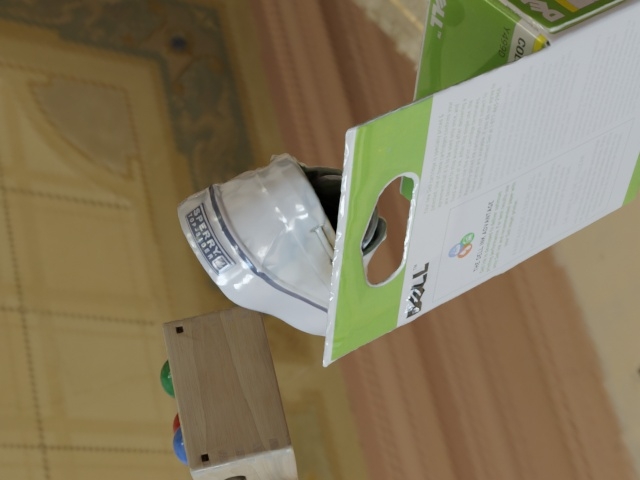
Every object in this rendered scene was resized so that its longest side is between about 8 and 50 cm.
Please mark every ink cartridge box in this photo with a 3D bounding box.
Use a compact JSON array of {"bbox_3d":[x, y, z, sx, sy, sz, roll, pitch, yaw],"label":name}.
[{"bbox_3d":[0.084,-0.067,0.818,0.255,0.189,0.097,-26,-126,-27],"label":"ink cartridge box"}]

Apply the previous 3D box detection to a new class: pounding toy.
[{"bbox_3d":[-0.068,0.186,1.175,0.094,0.181,0.206,-12,-114,-4],"label":"pounding toy"}]

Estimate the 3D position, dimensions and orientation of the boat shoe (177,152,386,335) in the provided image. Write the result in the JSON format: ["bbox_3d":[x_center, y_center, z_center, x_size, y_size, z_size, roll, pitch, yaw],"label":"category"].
[{"bbox_3d":[0.000,0.000,0.863,0.095,0.084,0.258,59,-170,8],"label":"boat shoe"}]
